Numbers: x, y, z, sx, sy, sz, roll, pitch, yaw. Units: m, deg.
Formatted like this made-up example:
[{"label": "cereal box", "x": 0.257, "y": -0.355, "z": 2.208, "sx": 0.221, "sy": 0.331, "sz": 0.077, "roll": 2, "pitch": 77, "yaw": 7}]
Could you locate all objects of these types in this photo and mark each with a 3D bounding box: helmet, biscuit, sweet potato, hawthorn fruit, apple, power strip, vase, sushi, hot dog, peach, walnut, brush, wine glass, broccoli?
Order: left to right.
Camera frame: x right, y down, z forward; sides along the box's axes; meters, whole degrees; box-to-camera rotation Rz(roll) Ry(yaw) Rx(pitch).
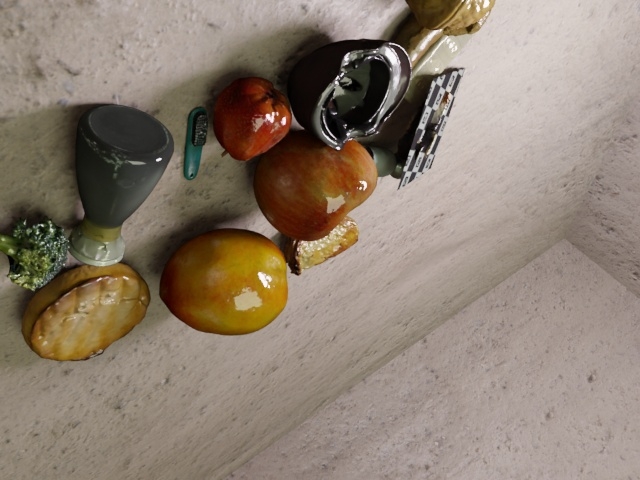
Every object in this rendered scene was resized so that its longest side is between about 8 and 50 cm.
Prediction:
[{"label": "broccoli", "x": -0.588, "y": 0.020, "z": 1.135, "sx": 0.160, "sy": 0.167, "sz": 0.154, "roll": 16, "pitch": 89, "yaw": -27}, {"label": "biscuit", "x": -0.557, "y": 0.165, "z": 1.365, "sx": 0.296, "sy": 0.102, "sz": 0.296, "roll": -32, "pitch": 151, "yaw": -20}, {"label": "vase", "x": -0.421, "y": -0.097, "z": 1.143, "sx": 0.173, "sy": 0.173, "sz": 0.321, "roll": -9, "pitch": 143, "yaw": -43}, {"label": "brush", "x": -0.277, "y": -0.207, "z": 1.277, "sx": 0.043, "sy": 0.032, "sz": 0.193, "roll": -18, "pitch": 140, "yaw": -35}, {"label": "peach", "x": -0.248, "y": 0.110, "z": 1.480, "sx": 0.332, "sy": 0.307, "sz": 0.307, "roll": -3, "pitch": 135, "yaw": -25}, {"label": "hawthorn fruit", "x": -0.153, "y": -0.266, "z": 1.238, "sx": 0.173, "sy": 0.173, "sz": 0.179, "roll": -26, "pitch": 172, "yaw": -26}, {"label": "apple", "x": -0.026, "y": -0.152, "z": 1.434, "sx": 0.302, "sy": 0.301, "sz": 0.301, "roll": -29, "pitch": 147, "yaw": -21}, {"label": "hot dog", "x": -0.003, "y": -0.001, "z": 1.775, "sx": 0.259, "sy": 0.114, "sz": 0.175, "roll": -29, "pitch": 142, "yaw": -25}, {"label": "helmet", "x": 0.051, "y": -0.356, "z": 1.320, "sx": 0.305, "sy": 0.177, "sz": 0.225, "roll": -33, "pitch": 140, "yaw": -31}, {"label": "wine glass", "x": 0.183, "y": -0.234, "z": 1.705, "sx": 0.202, "sy": 0.093, "sz": 0.093, "roll": 0, "pitch": 130, "yaw": -48}, {"label": "sushi", "x": 0.298, "y": -0.340, "z": 1.682, "sx": 0.320, "sy": 0.069, "sz": 0.339, "roll": -36, "pitch": 146, "yaw": -54}, {"label": "power strip", "x": 0.297, "y": -0.494, "z": 1.528, "sx": 0.256, "sy": 0.070, "sz": 0.105, "roll": -50, "pitch": 149, "yaw": 11}, {"label": "sweet potato", "x": 0.279, "y": -0.519, "z": 1.422, "sx": 0.310, "sy": 0.124, "sz": 0.098, "roll": -33, "pitch": 174, "yaw": 13}, {"label": "walnut", "x": 0.287, "y": -0.575, "z": 1.261, "sx": 0.228, "sy": 0.228, "sz": 0.228, "roll": -29, "pitch": 147, "yaw": -21}]
